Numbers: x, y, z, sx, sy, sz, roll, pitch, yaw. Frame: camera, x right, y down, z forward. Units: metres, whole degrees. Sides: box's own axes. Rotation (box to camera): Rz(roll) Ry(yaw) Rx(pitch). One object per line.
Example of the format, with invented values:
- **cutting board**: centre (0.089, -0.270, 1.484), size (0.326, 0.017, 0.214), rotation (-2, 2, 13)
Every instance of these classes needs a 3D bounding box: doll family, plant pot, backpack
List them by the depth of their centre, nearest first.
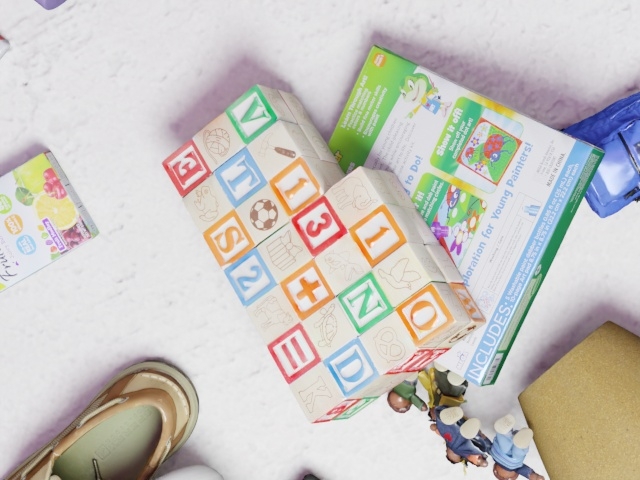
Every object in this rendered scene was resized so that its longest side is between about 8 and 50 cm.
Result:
- **plant pot**: centre (0.314, 0.210, 1.488), size (0.237, 0.237, 0.254), rotation (-41, 81, 7)
- **backpack**: centre (0.302, -0.084, 1.499), size (0.120, 0.101, 0.098), rotation (-28, 102, 5)
- **doll family**: centre (0.138, 0.178, 1.533), size (0.076, 0.111, 0.193), rotation (-31, 63, -20)

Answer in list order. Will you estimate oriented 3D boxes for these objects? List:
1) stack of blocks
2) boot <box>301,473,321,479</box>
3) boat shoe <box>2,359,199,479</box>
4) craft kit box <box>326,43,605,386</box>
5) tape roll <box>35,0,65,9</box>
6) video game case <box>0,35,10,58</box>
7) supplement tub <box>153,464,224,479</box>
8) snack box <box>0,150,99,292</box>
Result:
- **stack of blocks**: centre (0.000, 0.000, 1.462), size (0.171, 0.087, 0.297), rotation (-37, 72, 19)
- **boot**: centre (-0.009, 0.367, 1.587), size (0.176, 0.088, 0.244), rotation (23, 99, 7)
- **boat shoe**: centre (-0.252, 0.254, 1.557), size (0.122, 0.120, 0.324), rotation (38, 97, -2)
- **craft kit box**: centre (0.107, -0.025, 1.490), size (0.247, 0.061, 0.250), rotation (28, 99, 21)
- **tape roll**: centre (-0.228, -0.311, 1.446), size (0.080, 0.189, 0.189), rotation (38, 98, -2)
- **video game case**: centre (-0.481, -0.211, 1.554), size (0.285, 0.025, 0.204), rotation (41, 98, -3)
- **supplement tub**: centre (-0.104, 0.371, 1.490), size (0.191, 0.191, 0.272), rotation (-41, 73, 7)
- **snack box**: centre (-0.309, -0.013, 1.566), size (0.141, 0.037, 0.100), rotation (-29, 94, 6)
